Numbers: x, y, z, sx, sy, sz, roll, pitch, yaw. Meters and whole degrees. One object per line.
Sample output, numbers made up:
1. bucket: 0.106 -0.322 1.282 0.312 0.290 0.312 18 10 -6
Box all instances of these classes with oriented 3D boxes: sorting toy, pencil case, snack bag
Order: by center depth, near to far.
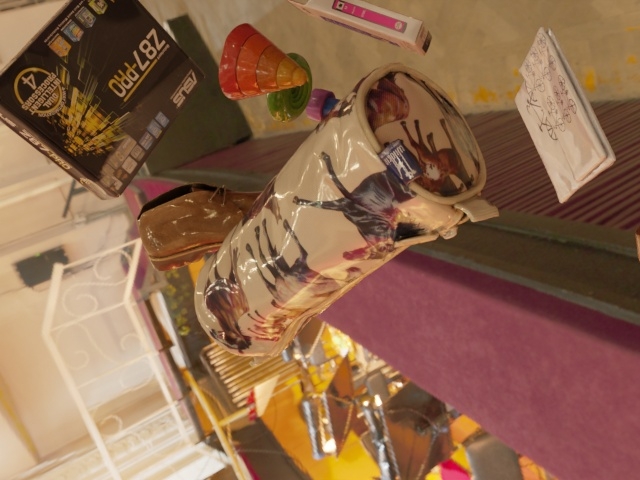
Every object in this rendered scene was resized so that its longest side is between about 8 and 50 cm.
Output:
1. pencil case: 0.000 0.000 0.653 0.410 0.159 0.184 -43 58 41
2. sorting toy: -0.024 -0.264 0.985 0.126 0.365 0.127 21 97 24
3. snack bag: 0.537 -0.271 1.286 0.342 0.037 0.323 55 -166 -77

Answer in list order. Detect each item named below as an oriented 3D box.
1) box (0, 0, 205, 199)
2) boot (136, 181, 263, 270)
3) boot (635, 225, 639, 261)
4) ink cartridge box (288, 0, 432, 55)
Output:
1. box: -0.474 -0.336 1.217 0.097 0.395 0.318 0 143 43
2. boot: -0.161 -0.052 0.951 0.112 0.305 0.115 -121 13 -62
3. boot: 0.756 0.000 1.172 0.152 0.197 0.073 59 -177 -25
4. ink cartridge box: 0.105 -0.586 1.473 0.370 0.175 0.069 22 105 13
